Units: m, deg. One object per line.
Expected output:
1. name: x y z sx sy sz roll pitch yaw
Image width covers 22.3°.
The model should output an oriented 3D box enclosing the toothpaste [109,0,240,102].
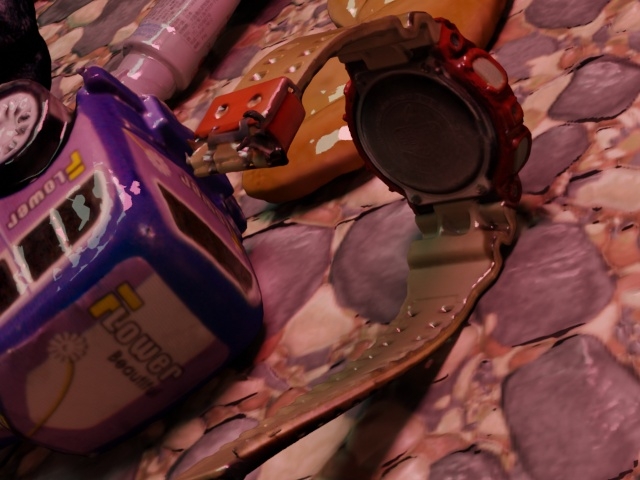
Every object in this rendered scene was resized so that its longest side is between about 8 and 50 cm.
1. toothpaste: -0.091 -0.188 1.252 0.089 0.057 0.234 -1 52 51

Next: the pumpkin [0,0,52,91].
1. pumpkin: -0.353 -0.115 1.141 0.266 0.363 0.363 -36 25 -30

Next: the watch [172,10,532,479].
1. watch: 0.002 -0.008 0.771 0.102 0.165 0.268 -9 17 41

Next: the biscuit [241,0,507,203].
1. biscuit: 0.050 -0.139 1.067 0.154 0.045 0.299 -17 34 30

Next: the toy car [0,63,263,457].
1. toy car: -0.151 0.036 0.910 0.235 0.172 0.158 -37 42 7
